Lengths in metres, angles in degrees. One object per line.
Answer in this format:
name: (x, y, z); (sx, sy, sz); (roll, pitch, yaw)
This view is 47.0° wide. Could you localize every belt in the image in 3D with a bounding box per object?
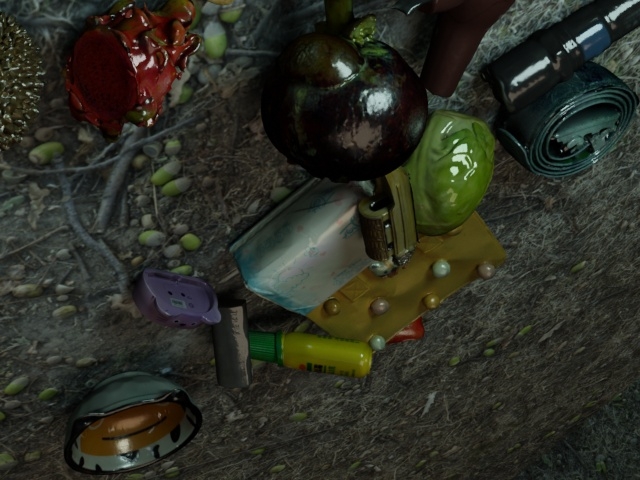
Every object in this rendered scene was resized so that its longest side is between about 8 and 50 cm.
belt: (0.437, -0.217, 1.330); (0.267, 0.116, 0.206); (-12, 138, -25)

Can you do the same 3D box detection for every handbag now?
handbag: (0.162, 0.068, 1.501); (0.401, 0.133, 0.283); (-35, 138, 9)

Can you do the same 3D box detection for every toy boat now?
toy boat: (0.104, -0.040, 1.174); (0.088, 0.068, 0.226); (-28, 139, -11)

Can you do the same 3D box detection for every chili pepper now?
chili pepper: (0.199, 0.194, 1.697); (0.192, 0.086, 0.084); (-8, 112, -11)

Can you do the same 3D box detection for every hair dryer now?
hair dryer: (0.156, -0.291, 0.944); (0.340, 0.123, 0.312); (-42, 159, -48)

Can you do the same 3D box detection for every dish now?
dish: (-0.385, 0.350, 1.483); (0.303, 0.120, 0.303); (-17, 142, -14)

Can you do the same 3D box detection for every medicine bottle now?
medicine bottle: (-0.050, 0.221, 1.484); (0.309, 0.076, 0.111); (8, 161, 3)

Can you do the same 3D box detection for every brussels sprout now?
brussels sprout: (0.216, -0.110, 1.266); (0.223, 0.161, 0.223); (-37, 148, -29)

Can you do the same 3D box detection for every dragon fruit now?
dragon fruit: (-0.223, -0.223, 0.896); (0.208, 0.133, 0.150); (-51, -174, -14)

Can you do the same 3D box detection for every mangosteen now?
mangosteen: (0.038, -0.218, 0.997); (0.231, 0.231, 0.289); (-8, 124, -25)

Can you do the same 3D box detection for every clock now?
clock: (-0.250, 0.112, 1.290); (0.152, 0.110, 0.050); (16, 124, -43)

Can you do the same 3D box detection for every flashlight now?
flashlight: (0.462, -0.360, 1.200); (0.424, 0.103, 0.103); (-34, 143, 5)

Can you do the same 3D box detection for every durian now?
durian: (-0.394, -0.178, 0.814); (0.196, 0.196, 0.167); (-25, 155, -4)

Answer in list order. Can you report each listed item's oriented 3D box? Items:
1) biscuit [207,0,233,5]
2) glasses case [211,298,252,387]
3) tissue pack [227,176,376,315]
biscuit: (-0.096, -0.389, 0.845); (0.238, 0.041, 0.212); (-27, 138, -1)
glasses case: (-0.173, 0.200, 1.431); (0.072, 0.042, 0.191); (1, 117, 4)
tissue pack: (0.001, 0.001, 1.310); (0.271, 0.124, 0.201); (-40, 146, 14)
